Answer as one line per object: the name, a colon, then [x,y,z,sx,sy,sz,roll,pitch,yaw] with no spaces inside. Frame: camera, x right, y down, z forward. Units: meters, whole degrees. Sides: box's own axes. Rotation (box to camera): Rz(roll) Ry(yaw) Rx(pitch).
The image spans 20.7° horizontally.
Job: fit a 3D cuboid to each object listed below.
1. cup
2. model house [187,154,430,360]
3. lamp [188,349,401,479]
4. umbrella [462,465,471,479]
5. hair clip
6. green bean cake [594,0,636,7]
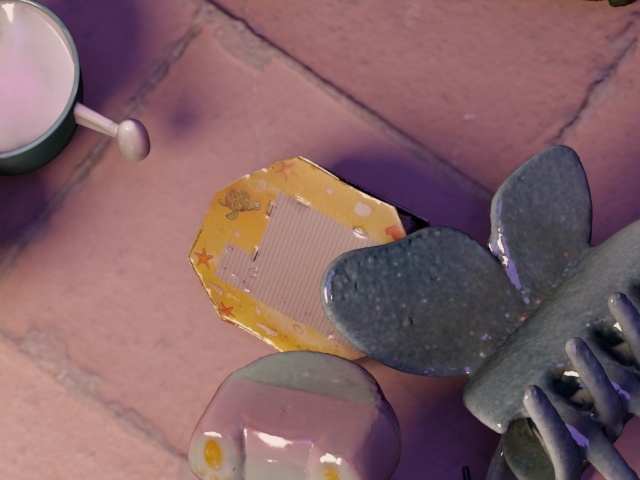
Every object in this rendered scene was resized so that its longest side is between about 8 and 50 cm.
cup: [-0.312,-0.140,1.745,0.300,0.173,0.167,19,78,2]
model house: [0.000,0.000,1.773,0.219,0.136,0.207,26,117,17]
lamp: [-0.006,0.242,1.636,0.247,0.301,0.247,8,37,16]
umbrella: [0.161,0.357,1.730,0.044,0.044,0.269,-3,75,-32]
hair clip: [0.252,0.101,1.628,0.318,0.238,0.392,-42,112,-21]
green bean cake: [0.246,-0.336,1.784,0.255,0.241,0.132,12,76,-1]
